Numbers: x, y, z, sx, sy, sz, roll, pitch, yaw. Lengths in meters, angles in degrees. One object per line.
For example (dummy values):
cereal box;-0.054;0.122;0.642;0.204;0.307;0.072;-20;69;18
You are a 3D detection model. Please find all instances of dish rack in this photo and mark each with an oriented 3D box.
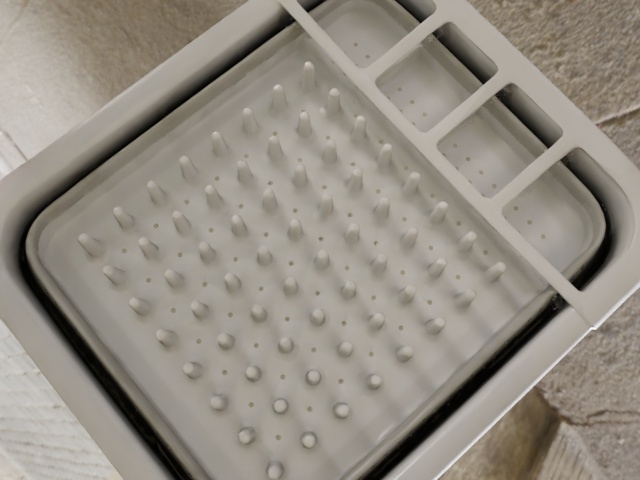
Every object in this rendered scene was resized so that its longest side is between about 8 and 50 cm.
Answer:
dish rack;0.000;0.000;0.419;0.285;0.333;0.072;48;167;10
